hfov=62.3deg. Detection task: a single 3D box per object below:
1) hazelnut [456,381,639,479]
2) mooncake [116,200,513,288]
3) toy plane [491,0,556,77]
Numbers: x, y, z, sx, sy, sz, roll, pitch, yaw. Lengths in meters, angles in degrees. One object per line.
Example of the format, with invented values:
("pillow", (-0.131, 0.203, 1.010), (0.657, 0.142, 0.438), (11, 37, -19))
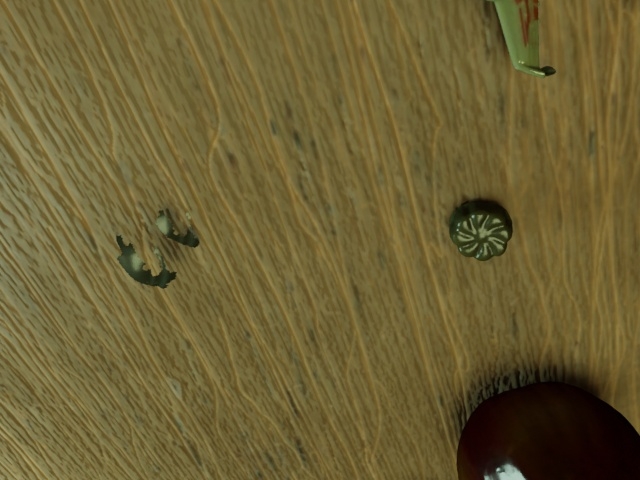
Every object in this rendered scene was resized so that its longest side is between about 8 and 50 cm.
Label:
("hazelnut", (0.252, 0.262, 0.559), (0.208, 0.208, 0.208), (0, 121, 0))
("mooncake", (-0.001, -0.004, 0.495), (0.346, 0.057, 0.150), (-20, 106, 4))
("toy plane", (0.143, -0.229, 0.333), (0.244, 0.092, 0.229), (13, 122, -6))
